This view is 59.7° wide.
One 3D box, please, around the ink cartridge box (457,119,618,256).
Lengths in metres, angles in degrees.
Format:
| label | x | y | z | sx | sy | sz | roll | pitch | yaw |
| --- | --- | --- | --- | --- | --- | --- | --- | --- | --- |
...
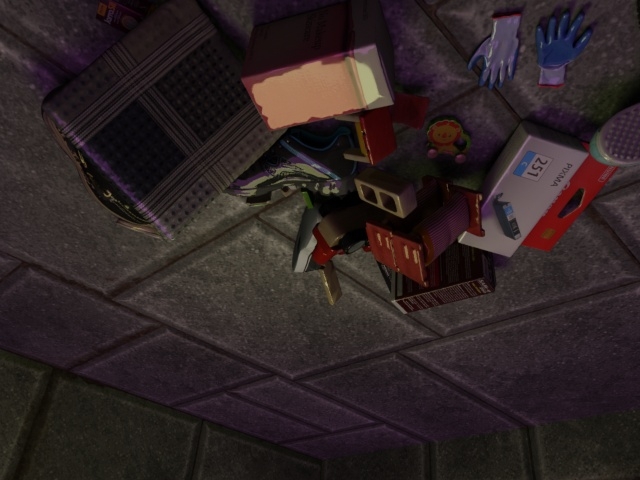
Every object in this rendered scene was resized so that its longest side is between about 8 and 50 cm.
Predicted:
| label | x | y | z | sx | sy | sz | roll | pitch | yaw |
| --- | --- | --- | --- | --- | --- | --- | --- | --- | --- |
| ink cartridge box | 0.476 | -0.087 | 1.206 | 0.261 | 0.066 | 0.296 | 14 | 130 | -12 |

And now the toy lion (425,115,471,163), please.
| label | x | y | z | sx | sy | sz | roll | pitch | yaw |
| --- | --- | --- | --- | --- | --- | --- | --- | --- | --- |
| toy lion | 0.265 | -0.212 | 1.149 | 0.100 | 0.034 | 0.096 | 10 | 137 | -7 |

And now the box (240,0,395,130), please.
| label | x | y | z | sx | sy | sz | roll | pitch | yaw |
| --- | --- | --- | --- | --- | --- | --- | --- | --- | --- |
| box | 0.001 | -0.300 | 0.951 | 0.232 | 0.148 | 0.127 | -9 | 142 | 18 |

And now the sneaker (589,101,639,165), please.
| label | x | y | z | sx | sy | sz | roll | pitch | yaw |
| --- | --- | --- | --- | --- | --- | --- | --- | --- | --- |
| sneaker | 0.672 | -0.233 | 1.015 | 0.366 | 0.135 | 0.150 | -15 | -178 | 10 |

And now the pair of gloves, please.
| label | x | y | z | sx | sy | sz | roll | pitch | yaw |
| --- | --- | --- | --- | --- | --- | --- | --- | --- | --- |
| pair of gloves | 0.361 | -0.328 | 0.975 | 0.198 | 0.023 | 0.159 | 0 | 144 | 7 |

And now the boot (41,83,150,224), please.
| label | x | y | z | sx | sy | sz | roll | pitch | yaw |
| --- | --- | --- | --- | --- | --- | --- | --- | --- | --- |
| boot | -0.377 | -0.135 | 1.154 | 0.284 | 0.138 | 0.377 | 23 | 149 | 34 |

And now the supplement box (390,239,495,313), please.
| label | x | y | z | sx | sy | sz | roll | pitch | yaw |
| --- | --- | --- | --- | --- | --- | --- | --- | --- | --- |
| supplement box | 0.293 | 0.084 | 1.356 | 0.239 | 0.130 | 0.073 | -19 | 135 | 31 |

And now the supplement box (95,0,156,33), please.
| label | x | y | z | sx | sy | sz | roll | pitch | yaw |
| --- | --- | --- | --- | --- | --- | --- | --- | --- | --- |
| supplement box | -0.334 | -0.392 | 0.956 | 0.083 | 0.043 | 0.055 | 22 | 143 | -21 |

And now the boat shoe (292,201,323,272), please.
| label | x | y | z | sx | sy | sz | roll | pitch | yaw |
| --- | --- | --- | --- | --- | --- | --- | --- | --- | --- |
| boat shoe | 0.000 | 0.004 | 1.418 | 0.105 | 0.113 | 0.306 | 4 | 148 | -10 |

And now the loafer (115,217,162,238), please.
| label | x | y | z | sx | sy | sz | roll | pitch | yaw |
| --- | --- | --- | --- | --- | --- | --- | --- | --- | --- |
| loafer | -0.478 | -0.040 | 1.488 | 0.125 | 0.039 | 0.045 | 21 | 175 | -16 |

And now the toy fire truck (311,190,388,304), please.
| label | x | y | z | sx | sy | sz | roll | pitch | yaw |
| --- | --- | --- | --- | --- | --- | --- | --- | --- | --- |
| toy fire truck | 0.075 | 0.016 | 1.304 | 0.217 | 0.158 | 0.246 | -19 | 158 | -36 |

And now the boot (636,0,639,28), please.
| label | x | y | z | sx | sy | sz | roll | pitch | yaw |
| --- | --- | --- | --- | --- | --- | --- | --- | --- | --- |
| boot | 0.630 | -0.333 | 0.851 | 0.223 | 0.118 | 0.338 | -22 | 121 | 7 |

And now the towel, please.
| label | x | y | z | sx | sy | sz | roll | pitch | yaw |
| --- | --- | --- | --- | --- | --- | --- | --- | --- | --- |
| towel | -0.250 | -0.213 | 0.973 | 0.312 | 0.324 | 0.056 | 52 | 164 | -27 |

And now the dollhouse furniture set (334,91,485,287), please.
| label | x | y | z | sx | sy | sz | roll | pitch | yaw |
| --- | --- | --- | --- | --- | --- | --- | --- | --- | --- |
| dollhouse furniture set | 0.186 | -0.119 | 1.078 | 0.152 | 0.201 | 0.374 | 28 | 148 | 43 |

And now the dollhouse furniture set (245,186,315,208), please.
| label | x | y | z | sx | sy | sz | roll | pitch | yaw |
| --- | --- | --- | --- | --- | --- | --- | --- | --- | --- |
| dollhouse furniture set | -0.094 | -0.104 | 1.306 | 0.152 | 0.076 | 0.058 | -5 | 143 | 13 |

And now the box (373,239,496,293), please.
| label | x | y | z | sx | sy | sz | roll | pitch | yaw |
| --- | --- | --- | --- | --- | --- | --- | --- | --- | --- |
| box | 0.296 | 0.035 | 1.455 | 0.293 | 0.073 | 0.295 | -9 | 142 | 18 |

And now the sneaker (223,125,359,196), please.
| label | x | y | z | sx | sy | sz | roll | pitch | yaw |
| --- | --- | --- | --- | --- | --- | --- | --- | --- | --- |
| sneaker | -0.087 | -0.178 | 1.189 | 0.341 | 0.125 | 0.139 | -2 | 128 | 2 |
